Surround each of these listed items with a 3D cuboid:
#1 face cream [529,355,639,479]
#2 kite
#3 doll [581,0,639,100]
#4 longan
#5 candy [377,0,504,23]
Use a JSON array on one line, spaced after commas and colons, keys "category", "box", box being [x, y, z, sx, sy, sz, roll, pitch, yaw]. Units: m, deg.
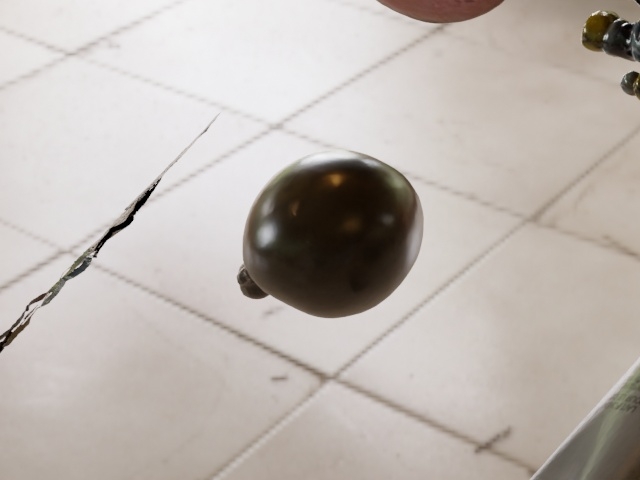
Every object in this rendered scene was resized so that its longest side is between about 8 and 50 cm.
[{"category": "face cream", "box": [0.220, 0.143, 0.978, 0.314, 0.089, 0.143, -42, 9, -16]}, {"category": "kite", "box": [-0.172, 0.014, 1.036, 0.285, 0.015, 0.152, -46, 6, -18]}, {"category": "doll", "box": [0.325, -0.127, 1.059, 0.316, 0.145, 0.103, 33, 7, 41]}, {"category": "longan", "box": [0.000, 0.000, 1.368, 0.204, 0.159, 0.185, -30, -13, 29]}, {"category": "candy", "box": [0.099, -0.332, 1.397, 0.255, 0.255, 0.094, 18, 50, 26]}]
